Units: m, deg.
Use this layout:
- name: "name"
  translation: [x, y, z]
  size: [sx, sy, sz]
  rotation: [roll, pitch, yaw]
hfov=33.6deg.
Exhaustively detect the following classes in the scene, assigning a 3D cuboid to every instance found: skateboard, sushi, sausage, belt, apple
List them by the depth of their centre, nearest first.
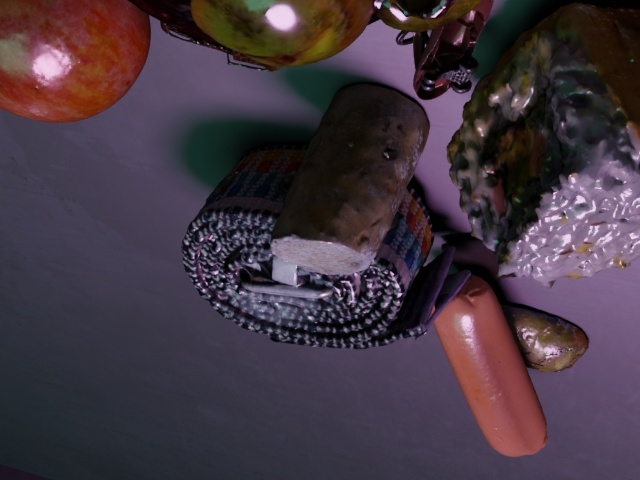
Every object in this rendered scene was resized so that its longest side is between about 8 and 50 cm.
- name: "sushi"
  translation: [0.207, -0.080, 0.851]
  size: [0.139, 0.184, 0.274]
  rotation: [-2, 154, -18]
- name: "skateboard"
  translation: [0.105, -0.184, 0.885]
  size: [0.067, 0.080, 0.151]
  rotation: [-10, 147, -25]
- name: "apple"
  translation: [-0.250, -0.202, 0.967]
  size: [0.188, 0.188, 0.174]
  rotation: [-2, 155, 37]
- name: "belt"
  translation: [0.000, 0.000, 1.191]
  size: [0.295, 0.160, 0.207]
  rotation: [2, 129, 30]
- name: "sausage"
  translation: [0.208, 0.158, 1.301]
  size: [0.086, 0.086, 0.289]
  rotation: [-1, 129, 35]

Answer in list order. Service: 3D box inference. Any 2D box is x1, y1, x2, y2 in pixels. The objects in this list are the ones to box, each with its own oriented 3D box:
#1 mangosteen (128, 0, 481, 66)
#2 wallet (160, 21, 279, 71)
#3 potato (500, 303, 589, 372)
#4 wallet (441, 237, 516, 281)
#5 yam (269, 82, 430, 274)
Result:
- name: "mangosteen"
  translation: [-0.022, -0.243, 0.607]
  size: [0.300, 0.300, 0.300]
  rotation: [16, 152, 9]
- name: "wallet"
  translation: [-0.095, -0.249, 0.929]
  size: [0.133, 0.039, 0.243]
  rotation: [21, 152, 9]
- name: "potato"
  translation: [0.240, 0.127, 1.356]
  size: [0.198, 0.054, 0.119]
  rotation: [19, 155, 4]
- name: "wallet"
  translation: [0.219, 0.016, 1.210]
  size: [0.157, 0.018, 0.082]
  rotation: [-9, 140, 42]
- name: "yam"
  translation: [0.028, -0.052, 1.035]
  size: [0.107, 0.194, 0.107]
  rotation: [19, 151, 11]
